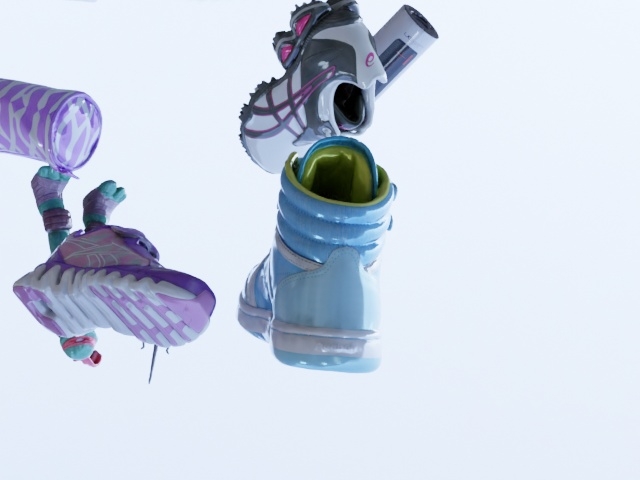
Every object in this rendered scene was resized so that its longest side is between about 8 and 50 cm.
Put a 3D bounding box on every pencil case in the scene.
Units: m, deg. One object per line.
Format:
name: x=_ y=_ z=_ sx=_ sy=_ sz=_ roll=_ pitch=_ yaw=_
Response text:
pencil case: x=-0.318 y=-0.120 z=2.016 sx=0.206 sy=0.086 sz=0.088 roll=10 pitch=-104 yaw=36

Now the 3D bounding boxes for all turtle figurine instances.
turtle figurine: x=-0.248 y=0.041 z=2.112 sx=0.118 sy=0.175 sz=0.234 roll=-21 pitch=-119 yaw=19

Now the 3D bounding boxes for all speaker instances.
speaker: x=0.067 y=-0.197 z=2.197 sx=0.136 sy=0.055 sz=0.055 roll=-44 pitch=-151 yaw=19

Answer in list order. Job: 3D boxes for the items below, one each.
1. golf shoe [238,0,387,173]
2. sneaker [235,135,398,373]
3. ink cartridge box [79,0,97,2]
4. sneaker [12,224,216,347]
golf shoe: x=-0.010 y=-0.139 z=2.132 sx=0.105 sy=0.273 sz=0.120 roll=-22 pitch=-115 yaw=-28
sneaker: x=0.000 y=0.000 z=1.879 sx=0.127 sy=0.208 sz=0.319 roll=4 pitch=-173 yaw=-14
ink cartridge box: x=-0.264 y=-0.312 z=1.821 sx=0.100 sy=0.172 sz=0.237 roll=11 pitch=-173 yaw=7
sneaker: x=-0.181 y=0.032 z=1.848 sx=0.236 sy=0.095 sz=0.104 roll=4 pitch=-131 yaw=44
